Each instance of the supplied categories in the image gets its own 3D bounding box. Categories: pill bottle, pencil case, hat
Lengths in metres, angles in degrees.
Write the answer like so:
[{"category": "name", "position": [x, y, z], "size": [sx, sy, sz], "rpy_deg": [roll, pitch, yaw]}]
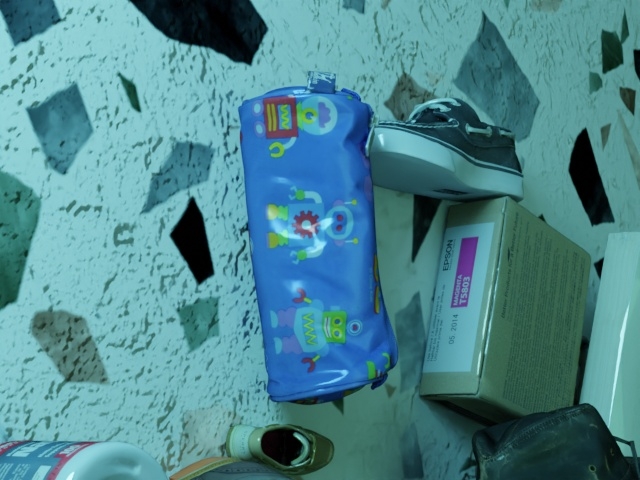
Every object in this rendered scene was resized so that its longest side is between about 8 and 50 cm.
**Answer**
[{"category": "pill bottle", "position": [-0.200, 0.196, 0.919], "size": [0.108, 0.180, 0.108], "rpy_deg": [9, 78, -48]}, {"category": "pencil case", "position": [0.000, 0.000, 1.217], "size": [0.119, 0.133, 0.306], "rpy_deg": [-3, 87, -82]}, {"category": "hat", "position": [0.228, 0.242, 1.324], "size": [0.331, 0.331, 0.134], "rpy_deg": [-26, 99, -47]}]

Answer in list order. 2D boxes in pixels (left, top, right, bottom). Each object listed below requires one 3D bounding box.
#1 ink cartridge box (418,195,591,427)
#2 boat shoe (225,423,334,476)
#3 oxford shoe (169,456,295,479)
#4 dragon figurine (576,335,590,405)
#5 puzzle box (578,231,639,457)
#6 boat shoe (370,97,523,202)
[{"category": "ink cartridge box", "position": [0.216, 0.093, 1.481], "size": [0.193, 0.088, 0.234], "rpy_deg": [29, 65, -41]}, {"category": "boat shoe", "position": [-0.029, 0.198, 1.218], "size": [0.135, 0.045, 0.050], "rpy_deg": [12, 76, -48]}, {"category": "oxford shoe", "position": [-0.124, 0.248, 1.061], "size": [0.271, 0.098, 0.097], "rpy_deg": [-28, 106, -47]}, {"category": "dragon figurine", "position": [0.387, 0.182, 1.665], "size": [0.289, 0.085, 0.144], "rpy_deg": [-17, 100, -44]}, {"category": "puzzle box", "position": [0.414, 0.224, 1.592], "size": [0.272, 0.052, 0.409], "rpy_deg": [27, 69, -40]}, {"category": "boat shoe", "position": [0.131, -0.106, 1.398], "size": [0.301, 0.108, 0.102], "rpy_deg": [9, 78, -51]}]
